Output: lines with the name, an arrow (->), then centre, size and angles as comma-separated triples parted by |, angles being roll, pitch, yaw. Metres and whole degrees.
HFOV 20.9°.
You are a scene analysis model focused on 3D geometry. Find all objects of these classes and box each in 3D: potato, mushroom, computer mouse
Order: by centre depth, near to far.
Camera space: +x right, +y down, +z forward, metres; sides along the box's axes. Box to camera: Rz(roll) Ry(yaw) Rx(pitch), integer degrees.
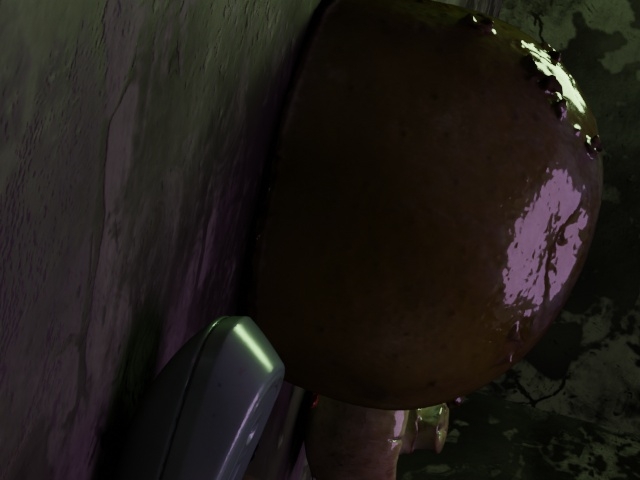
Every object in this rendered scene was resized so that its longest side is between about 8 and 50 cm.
computer mouse -> -0.120, 0.192, 1.391 | 0.159, 0.097, 0.288 | -29, 144, -81
potato -> 0.134, -0.028, 1.838 | 0.385, 0.319, 0.442 | 30, 74, -72
mushroom -> 0.080, 0.229, 2.429 | 0.189, 0.195, 0.254 | 84, 18, -57

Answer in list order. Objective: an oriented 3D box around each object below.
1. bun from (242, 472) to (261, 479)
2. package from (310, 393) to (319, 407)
bun -> -0.113, 0.300, 1.601 | 0.164, 0.111, 0.188 | 31, 76, -63
package -> 0.045, 0.057, 2.226 | 0.223, 0.108, 0.288 | 99, 17, -65
